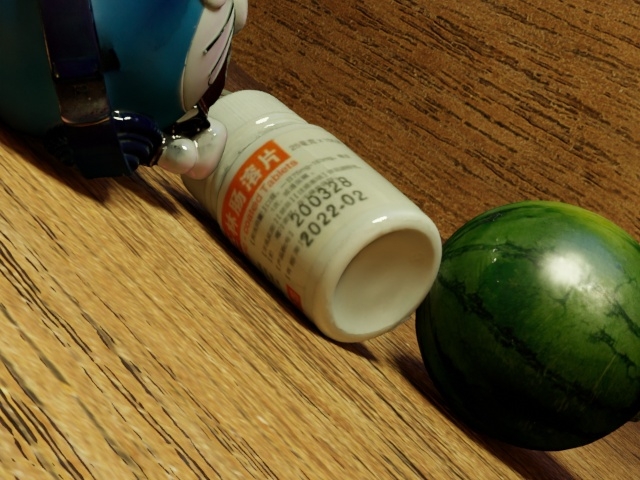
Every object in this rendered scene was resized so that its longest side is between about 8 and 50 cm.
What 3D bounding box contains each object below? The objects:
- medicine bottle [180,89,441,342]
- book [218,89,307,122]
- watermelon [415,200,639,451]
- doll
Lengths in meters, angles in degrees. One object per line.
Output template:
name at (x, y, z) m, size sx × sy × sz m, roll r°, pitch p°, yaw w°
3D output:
medicine bottle at (-0.014, -0.028, 1.393) m, size 0.144 × 0.144 × 0.252 m, roll 30°, pitch 12°, yaw -48°
book at (-0.138, -0.164, 1.835) m, size 0.232 × 0.022 × 0.162 m, roll 22°, pitch 16°, yaw 5°
watermelon at (0.209, 0.080, 1.423) m, size 0.242 × 0.242 × 0.242 m, roll 37°, pitch 6°, yaw -5°
doll at (-0.175, -0.180, 1.246) m, size 0.240 × 0.284 × 0.310 m, roll -6°, pitch -11°, yaw 1°
